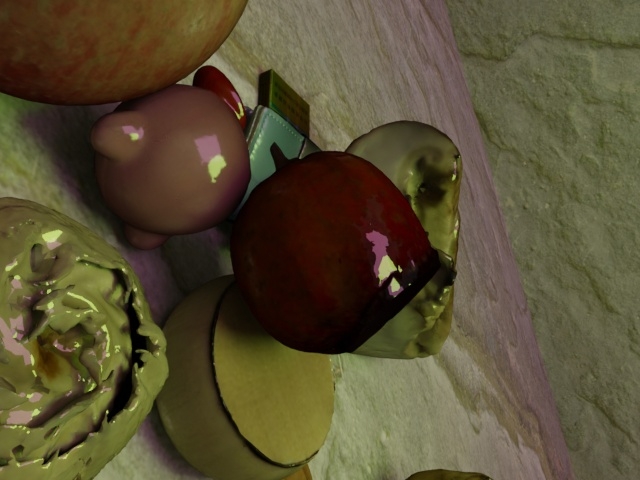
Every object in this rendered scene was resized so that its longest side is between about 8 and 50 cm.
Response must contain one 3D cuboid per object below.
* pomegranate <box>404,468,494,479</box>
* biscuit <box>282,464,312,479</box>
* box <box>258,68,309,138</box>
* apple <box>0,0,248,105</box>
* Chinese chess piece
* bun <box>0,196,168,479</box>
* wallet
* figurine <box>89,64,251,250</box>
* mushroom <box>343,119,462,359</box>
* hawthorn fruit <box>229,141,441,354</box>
[{"bbox_3d":[0.222,0.520,0.888,0.281,0.281,0.281,32,52,-51],"label":"pomegranate"},{"bbox_3d":[-0.055,0.343,0.730,0.221,0.028,0.142,66,31,-17],"label":"biscuit"},{"bbox_3d":[-0.061,-0.181,0.942,0.121,0.030,0.193,32,52,-50],"label":"box"},{"bbox_3d":[-0.204,-0.282,0.457,0.344,0.269,0.345,29,38,-26],"label":"apple"},{"bbox_3d":[-0.082,0.162,0.665,0.249,0.103,0.250,37,41,-41],"label":"Chinese chess piece"},{"bbox_3d":[-0.225,0.087,0.431,0.259,0.152,0.259,30,53,-49],"label":"bun"},{"bbox_3d":[-0.056,-0.076,0.830,0.250,0.075,0.176,33,72,-51],"label":"wallet"},{"bbox_3d":[-0.161,-0.084,0.602,0.173,0.173,0.173,32,52,-51],"label":"figurine"},{"bbox_3d":[0.119,0.039,0.928,0.397,0.224,0.314,69,27,-59],"label":"mushroom"},{"bbox_3d":[0.000,0.000,0.609,0.215,0.215,0.250,-25,89,-60],"label":"hawthorn fruit"}]
